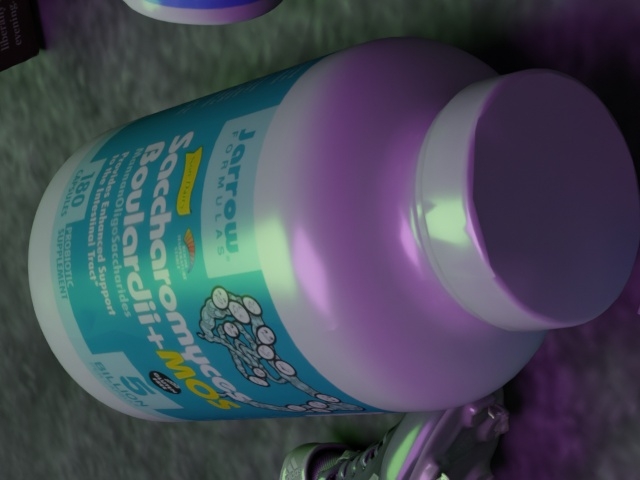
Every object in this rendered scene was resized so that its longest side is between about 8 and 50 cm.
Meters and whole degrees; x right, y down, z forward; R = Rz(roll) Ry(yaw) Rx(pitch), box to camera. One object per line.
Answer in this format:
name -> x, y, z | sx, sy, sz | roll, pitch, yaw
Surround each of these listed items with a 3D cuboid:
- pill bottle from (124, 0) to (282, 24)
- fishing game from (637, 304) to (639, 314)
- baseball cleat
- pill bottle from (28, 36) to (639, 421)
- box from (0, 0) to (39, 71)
pill bottle -> -0.050, -0.167, 0.603 | 0.078, 0.078, 0.137 | 27, 131, 34
fishing game -> 0.178, 0.084, 0.514 | 0.189, 0.041, 0.264 | 45, 147, 40
baseball cleat -> 0.024, 0.119, 0.709 | 0.109, 0.072, 0.206 | 42, 135, 31
pill bottle -> 0.000, 0.000, 0.599 | 0.264, 0.146, 0.146 | -12, 104, 50
box -> -0.290, -0.159, 0.769 | 0.167, 0.203, 0.168 | 20, 126, 39
